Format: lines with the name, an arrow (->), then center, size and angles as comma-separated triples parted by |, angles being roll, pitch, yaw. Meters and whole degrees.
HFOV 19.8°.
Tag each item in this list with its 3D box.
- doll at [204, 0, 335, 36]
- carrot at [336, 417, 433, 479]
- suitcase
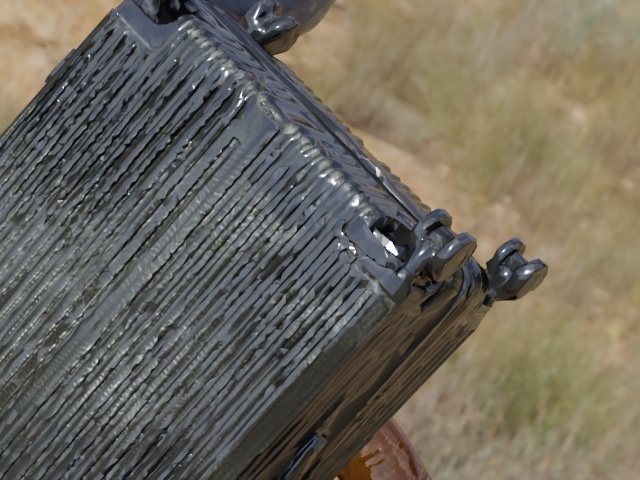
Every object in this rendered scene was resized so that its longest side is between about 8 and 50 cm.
doll -> -0.085, -0.243, 1.225 | 0.258, 0.154, 0.228 | 54, 20, -39
carrot -> 0.007, 0.102, 1.236 | 0.257, 0.061, 0.061 | 59, 28, -2
suitcase -> -0.089, 0.055, 0.932 | 0.229, 0.335, 0.152 | 46, 11, 21
